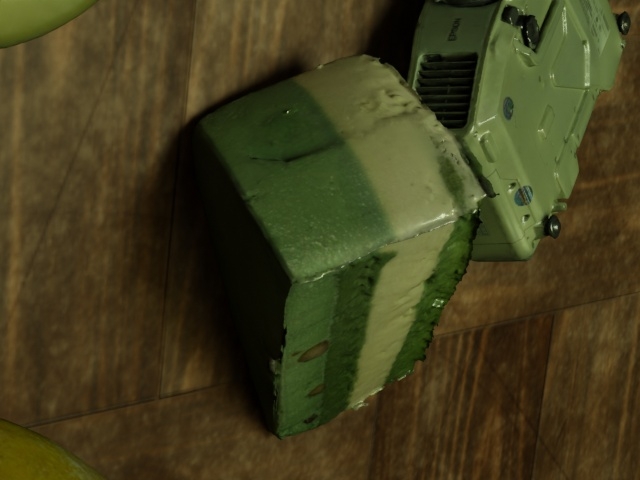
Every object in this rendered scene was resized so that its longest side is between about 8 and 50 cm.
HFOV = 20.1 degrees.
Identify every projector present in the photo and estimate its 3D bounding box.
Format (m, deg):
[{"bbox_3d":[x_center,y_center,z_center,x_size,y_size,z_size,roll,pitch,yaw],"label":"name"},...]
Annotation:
[{"bbox_3d":[0.150,-0.137,1.380,0.193,0.088,0.269,60,41,-38],"label":"projector"}]

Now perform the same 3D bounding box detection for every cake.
[{"bbox_3d":[0.000,0.004,1.299,0.158,0.172,0.283,-22,155,-17],"label":"cake"}]

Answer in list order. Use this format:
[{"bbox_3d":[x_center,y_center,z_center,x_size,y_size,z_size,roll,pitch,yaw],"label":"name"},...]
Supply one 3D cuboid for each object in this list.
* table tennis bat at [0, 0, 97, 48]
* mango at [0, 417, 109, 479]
[{"bbox_3d":[-0.148,-0.275,0.945,0.224,0.054,0.369,20,98,-40],"label":"table tennis bat"},{"bbox_3d":[-0.144,0.271,1.141,0.221,0.199,0.384,-39,117,-28],"label":"mango"}]
